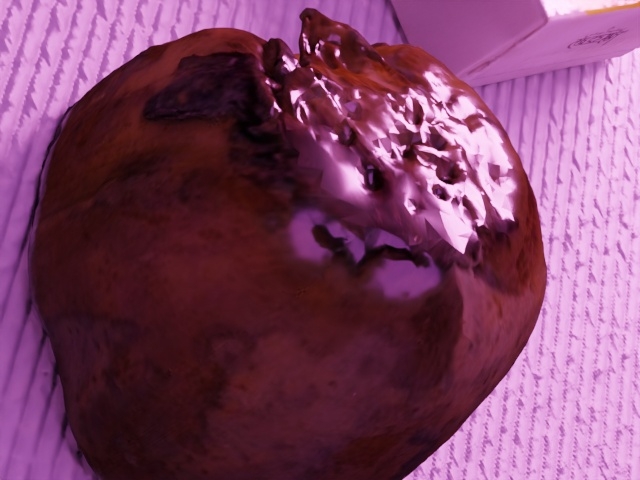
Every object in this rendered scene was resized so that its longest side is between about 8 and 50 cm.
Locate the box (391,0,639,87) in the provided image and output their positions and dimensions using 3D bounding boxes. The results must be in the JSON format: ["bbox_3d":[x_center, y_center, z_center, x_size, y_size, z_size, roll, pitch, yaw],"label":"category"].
[{"bbox_3d":[0.113,-0.234,1.085,0.194,0.111,0.260,-17,83,-43],"label":"box"}]

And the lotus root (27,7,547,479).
[{"bbox_3d":[0.000,0.000,0.837,0.272,0.192,0.272,16,56,-26],"label":"lotus root"}]
